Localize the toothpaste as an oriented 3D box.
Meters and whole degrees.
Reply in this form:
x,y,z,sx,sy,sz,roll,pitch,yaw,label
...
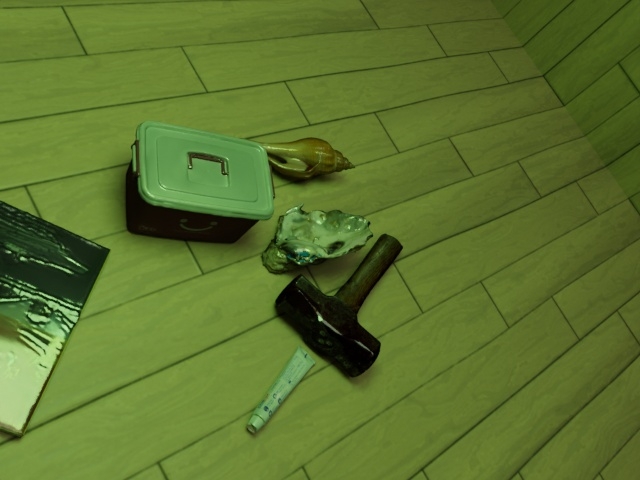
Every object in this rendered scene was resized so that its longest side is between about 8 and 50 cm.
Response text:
x,y,z,sx,sy,sz,roll,pitch,yaw,label
-0.077,0.296,1.283,0.052,0.033,0.218,45,45,-3,toothpaste

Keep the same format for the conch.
x,y,z,sx,sy,sz,roll,pitch,yaw,label
-0.075,-0.200,1.560,0.330,0.093,0.109,5,76,-8,conch

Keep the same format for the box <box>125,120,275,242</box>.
x,y,z,sx,sy,sz,roll,pitch,yaw,label
-0.256,-0.107,1.317,0.293,0.167,0.193,8,60,-30,box

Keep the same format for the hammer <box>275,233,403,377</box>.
x,y,z,sx,sy,sz,roll,pitch,yaw,label
0.090,0.099,1.478,0.242,0.095,0.409,44,46,-3,hammer

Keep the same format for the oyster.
x,y,z,sx,sy,sz,roll,pitch,yaw,label
0.000,0.000,1.451,0.222,0.083,0.214,11,40,16,oyster

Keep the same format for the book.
x,y,z,sx,sy,sz,roll,pitch,yaw,label
-0.546,0.109,1.085,0.262,0.028,0.374,27,51,-18,book
